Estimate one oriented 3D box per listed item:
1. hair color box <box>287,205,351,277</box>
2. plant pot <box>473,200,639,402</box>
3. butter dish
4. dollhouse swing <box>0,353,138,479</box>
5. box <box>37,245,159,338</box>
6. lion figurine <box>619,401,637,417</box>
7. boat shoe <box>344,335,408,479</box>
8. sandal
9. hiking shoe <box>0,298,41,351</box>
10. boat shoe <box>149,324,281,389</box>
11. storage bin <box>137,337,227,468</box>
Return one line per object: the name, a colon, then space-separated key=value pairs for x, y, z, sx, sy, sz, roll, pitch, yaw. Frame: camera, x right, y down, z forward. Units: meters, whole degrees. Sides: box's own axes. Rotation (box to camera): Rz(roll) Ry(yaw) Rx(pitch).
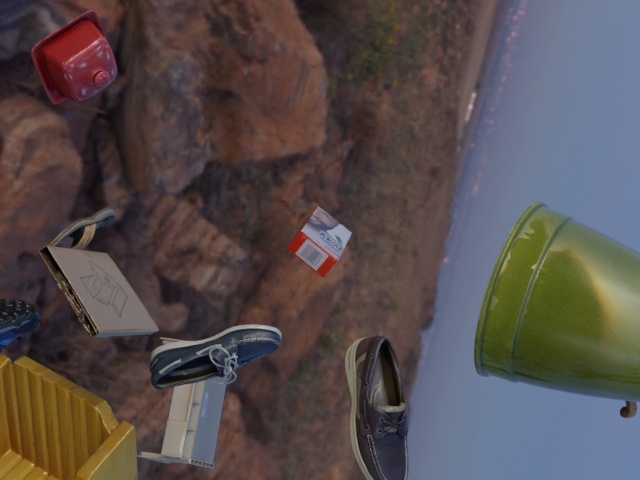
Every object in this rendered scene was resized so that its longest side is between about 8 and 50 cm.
hair color box: x=0.000 y=0.000 z=1.895 sx=0.053 sy=0.093 sz=0.167 roll=-50 pitch=-176 yaw=20
plant pot: x=0.530 y=0.150 z=1.852 sx=0.366 sy=0.353 sz=0.367 roll=-42 pitch=142 yaw=-44
butter dish: x=-0.457 y=-0.337 z=1.888 sx=0.160 sy=0.118 sz=0.160 roll=-41 pitch=150 yaw=-23
dollhouse swing: x=-0.536 y=0.425 z=1.622 sx=0.305 sy=0.346 sz=0.315 roll=-29 pitch=131 yaw=-47
box: x=-0.347 y=0.082 z=1.528 sx=0.021 sy=0.164 sz=0.201 roll=-38 pitch=167 yaw=10
lion figurine: x=0.602 y=0.227 z=2.137 sx=0.142 sy=0.392 sz=0.240 roll=-11 pitch=105 yaw=-36
boat shoe: x=0.112 y=0.312 z=1.759 sx=0.092 sy=0.102 sz=0.285 roll=-28 pitch=-114 yaw=55
sandal: x=-0.434 y=-0.008 z=1.761 sx=0.072 sy=0.049 sz=0.180 roll=-34 pitch=179 yaw=40
hiking shoe: x=-0.651 y=0.207 z=1.761 sx=0.113 sy=0.304 sz=0.132 roll=39 pitch=-34 yaw=53
boat shoe: x=-0.195 y=0.221 z=1.807 sx=0.079 sy=0.254 sz=0.095 roll=-102 pitch=-177 yaw=-47
storage bin: x=-0.306 y=0.375 z=2.200 sx=0.260 sy=0.123 sz=0.262 roll=66 pitch=32 yaw=-72
